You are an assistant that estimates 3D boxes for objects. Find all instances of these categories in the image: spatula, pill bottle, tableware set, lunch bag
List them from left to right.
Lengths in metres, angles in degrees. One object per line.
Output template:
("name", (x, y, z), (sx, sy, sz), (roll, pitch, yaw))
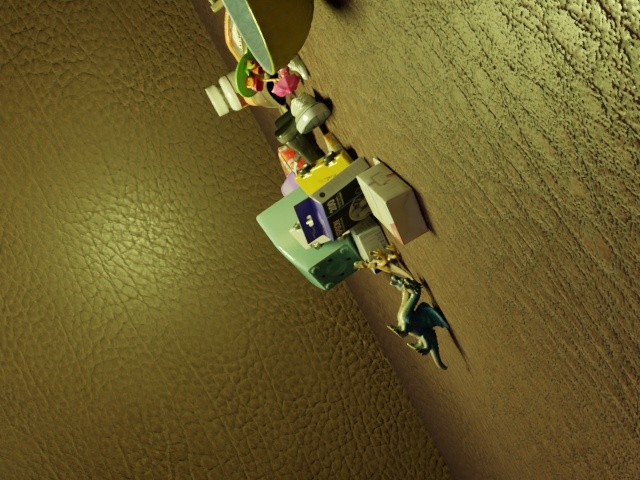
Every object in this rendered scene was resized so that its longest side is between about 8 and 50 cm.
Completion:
("pill bottle", (-0.253, -0.499, 2.371), (0.121, 0.221, 0.121), (60, 176, 8))
("tableware set", (-0.081, -0.391, 2.321), (0.128, 0.039, 0.194), (48, 179, 10))
("spatula", (-0.075, -0.241, 2.354), (0.084, 0.030, 0.296), (61, 150, 31))
("lunch bag", (-0.048, -0.211, 2.524), (0.293, 0.120, 0.258), (58, 174, 39))

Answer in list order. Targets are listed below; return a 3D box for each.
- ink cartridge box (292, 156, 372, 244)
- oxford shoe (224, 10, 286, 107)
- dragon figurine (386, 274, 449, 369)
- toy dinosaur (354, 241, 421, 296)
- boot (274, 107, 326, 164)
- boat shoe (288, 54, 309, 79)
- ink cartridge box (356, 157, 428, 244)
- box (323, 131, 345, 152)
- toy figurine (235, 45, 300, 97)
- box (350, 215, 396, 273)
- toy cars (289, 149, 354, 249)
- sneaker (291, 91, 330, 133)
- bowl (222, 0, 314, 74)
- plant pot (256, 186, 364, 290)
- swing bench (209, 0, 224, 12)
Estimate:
("ink cartridge box", (0.043, -0.082, 1.800), (0.045, 0.208, 0.206), (50, 171, 27))
("oxford shoe", (-0.174, -0.548, 2.106), (0.133, 0.130, 0.363), (19, 144, 30))
("dragon figurine", (0.272, 0.213, 1.874), (0.289, 0.144, 0.085), (42, 177, -11))
("toy dinosaur", (0.192, 0.069, 1.985), (0.212, 0.064, 0.112), (18, 138, 32))
("boot", (-0.027, -0.264, 2.085), (0.229, 0.091, 0.263), (46, -154, -22))
("boat shoe", (-0.064, -0.443, 1.837), (0.100, 0.035, 0.035), (60, 175, 8))
("ink cartridge box", (0.144, -0.088, 1.553), (0.115, 0.067, 0.198), (63, 175, -31))
("box", (0.051, -0.224, 1.983), (0.081, 0.028, 0.136), (58, 177, 34))
("toy figurine", (-0.127, -0.460, 1.981), (0.159, 0.173, 0.130), (18, -164, 28))
("box", (0.142, 0.004, 2.084), (0.137, 0.072, 0.126), (64, 176, -28))
("toy cars", (0.019, -0.116, 1.966), (0.177, 0.087, 0.393), (21, 140, 11))
("sneaker", (-0.039, -0.332, 1.873), (0.091, 0.094, 0.258), (57, 176, -5))
("bowl", (-0.088, -0.456, 1.281), (0.289, 0.156, 0.289), (60, 175, 9))
("plant pot", (0.000, 0.000, 2.225), (0.247, 0.248, 0.252), (49, -173, -49))
("swing bench", (-0.366, -0.798, 2.010), (0.253, 0.165, 0.255), (59, -152, 9))
